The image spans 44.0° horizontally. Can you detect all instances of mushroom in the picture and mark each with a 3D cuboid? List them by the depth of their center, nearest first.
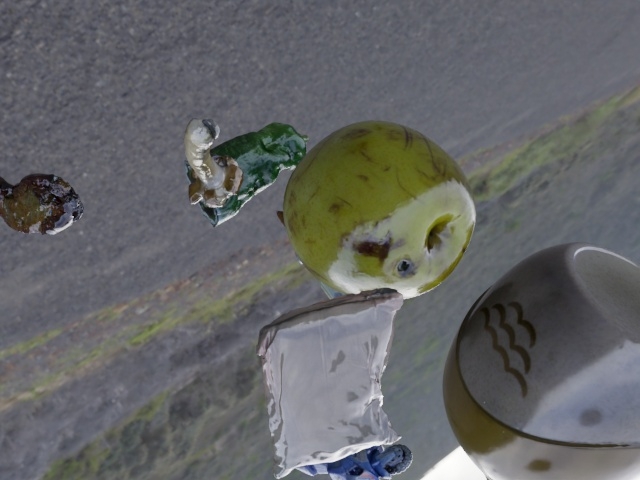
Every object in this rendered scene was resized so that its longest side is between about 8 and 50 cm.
[{"bbox_3d":[-0.114,-0.078,0.809,0.060,0.061,0.187,5,168,1],"label":"mushroom"}]

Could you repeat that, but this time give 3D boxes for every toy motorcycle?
[{"bbox_3d":[0.051,0.362,1.304,0.205,0.076,0.114,6,-138,43],"label":"toy motorcycle"}]

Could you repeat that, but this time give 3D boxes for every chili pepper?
[{"bbox_3d":[-0.128,-0.150,1.558,0.270,0.136,0.099,-32,-177,-25],"label":"chili pepper"}]

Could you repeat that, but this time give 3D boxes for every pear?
[{"bbox_3d":[0.087,-0.036,1.134,0.284,0.283,0.283,-36,171,-6],"label":"pear"}]

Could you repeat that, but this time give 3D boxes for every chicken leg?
[{"bbox_3d":[-0.427,-0.066,1.118,0.051,0.253,0.105,-38,137,-47],"label":"chicken leg"}]

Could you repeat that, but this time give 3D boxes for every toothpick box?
[{"bbox_3d":[0.430,0.249,1.400,0.409,0.409,0.425,-25,153,-54],"label":"toothpick box"}]

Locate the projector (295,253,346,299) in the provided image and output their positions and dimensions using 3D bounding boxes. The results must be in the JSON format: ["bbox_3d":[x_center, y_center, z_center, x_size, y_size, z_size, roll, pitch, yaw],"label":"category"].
[{"bbox_3d":[0.048,0.001,1.515,0.194,0.269,0.088,-11,-160,18],"label":"projector"}]

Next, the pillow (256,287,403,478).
[{"bbox_3d":[0.015,0.179,0.954,0.174,0.067,0.270,-10,125,-7],"label":"pillow"}]

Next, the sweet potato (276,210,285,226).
[{"bbox_3d":[-0.001,0.001,1.799,0.057,0.265,0.057,-42,153,-27],"label":"sweet potato"}]
